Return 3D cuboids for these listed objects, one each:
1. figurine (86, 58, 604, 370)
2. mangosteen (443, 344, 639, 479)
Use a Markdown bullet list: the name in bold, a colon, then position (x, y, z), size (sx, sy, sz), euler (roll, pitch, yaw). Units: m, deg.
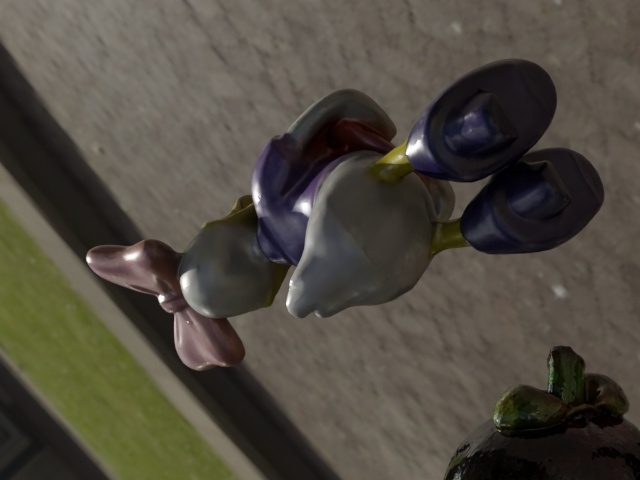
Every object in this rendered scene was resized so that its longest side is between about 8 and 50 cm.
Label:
- **figurine**: position (0.005, -0.004, 0.972), size (0.421, 0.193, 0.154), euler (-14, 122, 50)
- **mangosteen**: position (0.217, 0.220, 1.153), size (0.216, 0.216, 0.216), euler (42, 162, 17)
